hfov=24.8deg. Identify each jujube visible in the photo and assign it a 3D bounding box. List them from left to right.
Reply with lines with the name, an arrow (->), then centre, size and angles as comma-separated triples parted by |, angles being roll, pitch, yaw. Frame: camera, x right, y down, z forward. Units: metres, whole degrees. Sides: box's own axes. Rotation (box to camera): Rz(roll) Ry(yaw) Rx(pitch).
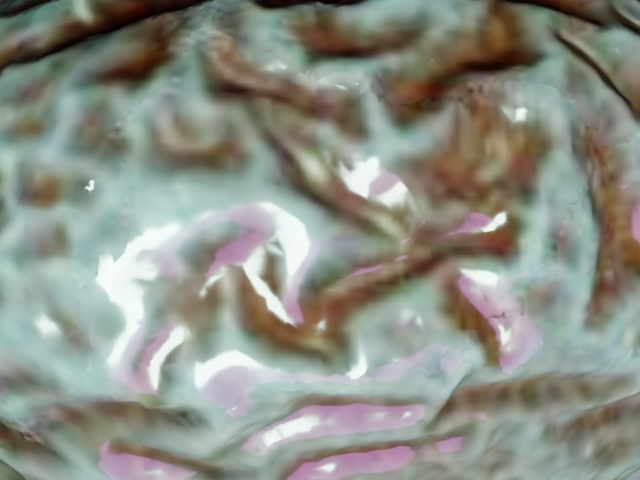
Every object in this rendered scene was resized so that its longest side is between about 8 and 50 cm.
jujube -> 0.000, 0.000, 0.540 | 0.317, 0.226, 0.226 | 1, 132, -16
